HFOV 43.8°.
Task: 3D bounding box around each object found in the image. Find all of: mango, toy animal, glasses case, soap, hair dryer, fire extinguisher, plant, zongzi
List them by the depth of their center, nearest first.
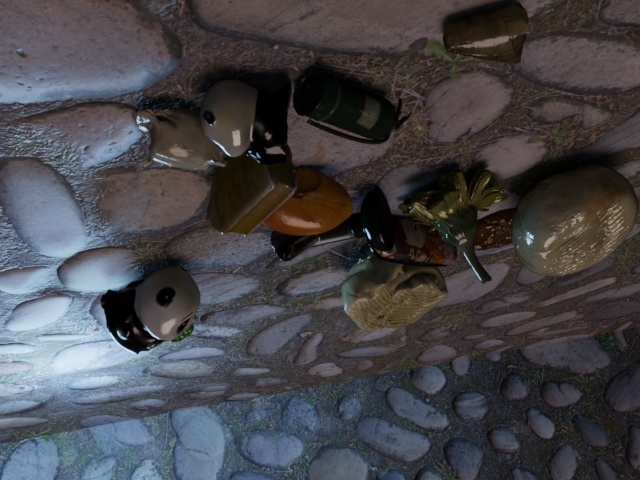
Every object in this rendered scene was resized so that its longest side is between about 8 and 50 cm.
[{"bbox_3d":[-0.138,-0.232,1.499,0.179,0.166,0.138,8,136,-16],"label":"toy animal"},{"bbox_3d":[0.310,-0.369,1.517,0.160,0.079,0.176,-9,164,5],"label":"zongzi"},{"bbox_3d":[0.075,-0.258,1.605,0.294,0.093,0.118,11,104,-45],"label":"fire extinguisher"},{"bbox_3d":[-0.156,-0.114,1.711,0.080,0.160,0.257,8,147,-36],"label":"soap"},{"bbox_3d":[-0.047,-0.089,1.852,0.252,0.154,0.126,6,160,-9],"label":"mango"},{"bbox_3d":[0.019,0.011,1.979,0.320,0.284,0.156,-15,113,11],"label":"hair dryer"},{"bbox_3d":[0.338,-0.045,2.094,0.261,0.297,0.305,6,-168,45],"label":"plant"},{"bbox_3d":[-0.440,0.191,2.174,0.266,0.213,0.212,-19,156,29],"label":"toy animal"},{"bbox_3d":[0.258,0.005,2.227,0.320,0.122,0.082,7,152,-37],"label":"glasses case"}]

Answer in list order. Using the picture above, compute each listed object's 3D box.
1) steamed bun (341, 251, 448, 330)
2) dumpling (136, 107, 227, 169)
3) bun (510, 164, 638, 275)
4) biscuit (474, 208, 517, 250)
[{"bbox_3d":[0.207,0.123,2.375,0.289,0.203,0.276,-30,138,9],"label":"steamed bun"},{"bbox_3d":[-0.277,-0.192,1.550,0.199,0.118,0.136,35,149,-24],"label":"dumpling"},{"bbox_3d":[0.679,-0.064,2.185,0.365,0.219,0.365,-19,144,-14],"label":"bun"},{"bbox_3d":[0.543,-0.028,2.404,0.225,0.042,0.226,-12,155,-6],"label":"biscuit"}]
